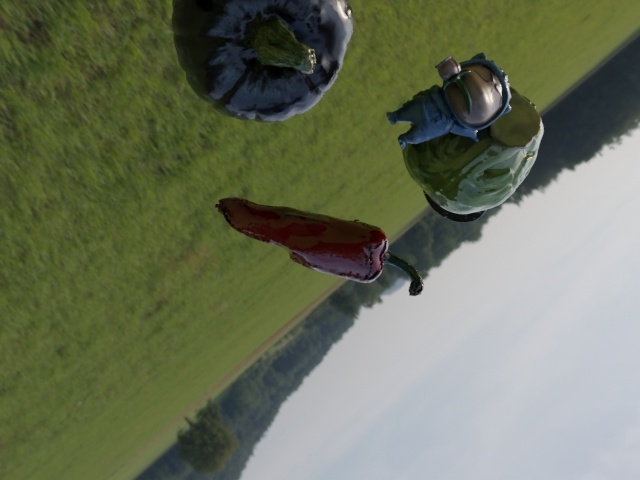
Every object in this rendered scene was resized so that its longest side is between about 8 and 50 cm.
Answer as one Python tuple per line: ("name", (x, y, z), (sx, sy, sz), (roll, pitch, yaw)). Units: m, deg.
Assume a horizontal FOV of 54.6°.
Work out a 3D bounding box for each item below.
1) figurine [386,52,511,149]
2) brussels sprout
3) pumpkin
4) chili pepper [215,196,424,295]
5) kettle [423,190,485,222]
("figurine", (0.185, -0.194, 0.886), (0.178, 0.114, 0.144), (-24, 175, 13))
("brussels sprout", (0.257, -0.163, 1.060), (0.244, 0.244, 0.244), (-40, 176, -3))
("pumpkin", (-0.091, -0.323, 0.976), (0.296, 0.295, 0.296), (-40, 176, -3))
("chili pepper", (0.000, 0.000, 1.075), (0.110, 0.388, 0.110), (-163, -90, -90))
("kettle", (0.314, -0.169, 1.336), (0.232, 0.202, 0.144), (-46, 153, -38))
